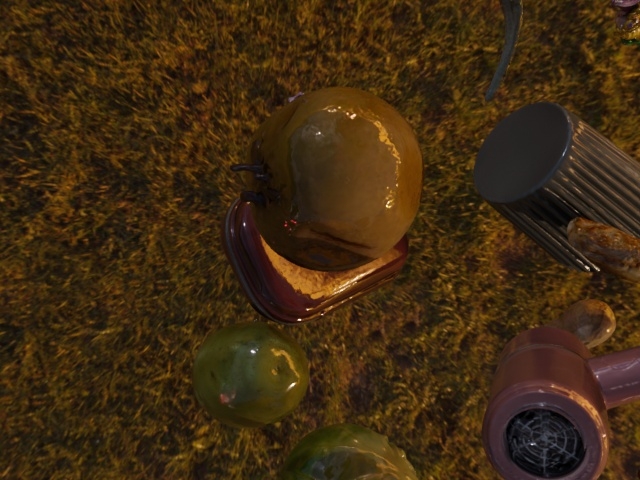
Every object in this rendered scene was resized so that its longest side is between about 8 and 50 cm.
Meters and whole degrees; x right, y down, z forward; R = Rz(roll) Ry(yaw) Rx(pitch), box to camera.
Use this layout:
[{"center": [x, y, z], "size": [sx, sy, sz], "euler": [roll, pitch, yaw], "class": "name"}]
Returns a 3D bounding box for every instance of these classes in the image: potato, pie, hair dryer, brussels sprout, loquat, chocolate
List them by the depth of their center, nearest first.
[{"center": [0.349, 0.141, 0.658], "size": [0.352, 0.210, 0.126], "euler": [-24, 89, 23], "class": "hair dryer"}, {"center": [0.012, -0.064, 0.687], "size": [0.212, 0.213, 0.213], "euler": [0, 92, -5], "class": "loquat"}, {"center": [-0.135, 0.258, 1.199], "size": [0.215, 0.304, 0.216], "euler": [4, 80, -23], "class": "potato"}, {"center": [0.568, 0.019, 1.217], "size": [0.178, 0.205, 0.084], "euler": [31, 104, 28], "class": "pie"}, {"center": [0.690, 0.252, 1.710], "size": [0.134, 0.309, 0.134], "euler": [3, 61, -5], "class": "chocolate"}, {"center": [0.053, 0.734, 1.816], "size": [0.361, 0.342, 0.425], "euler": [41, 100, -5], "class": "brussels sprout"}]

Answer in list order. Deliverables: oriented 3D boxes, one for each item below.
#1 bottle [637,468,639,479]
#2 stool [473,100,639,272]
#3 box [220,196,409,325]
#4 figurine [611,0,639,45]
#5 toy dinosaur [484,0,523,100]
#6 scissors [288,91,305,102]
[{"center": [0.892, 0.578, 1.573], "size": [0.104, 0.245, 0.104], "euler": [5, 63, -11], "class": "bottle"}, {"center": [0.543, -0.124, 1.408], "size": [0.330, 0.297, 0.297], "euler": [28, 90, -29], "class": "stool"}, {"center": [0.000, 0.000, 1.166], "size": [0.403, 0.108, 0.263], "euler": [-20, 81, -44], "class": "box"}, {"center": [0.846, -0.582, 1.679], "size": [0.094, 0.115, 0.156], "euler": [-39, 139, -10], "class": "figurine"}, {"center": [0.240, -0.362, 0.728], "size": [0.205, 0.092, 0.393], "euler": [6, 129, -6], "class": "toy dinosaur"}, {"center": [0.003, -0.350, 1.762], "size": [0.212, 0.021, 0.111], "euler": [15, 82, 9], "class": "scissors"}]
